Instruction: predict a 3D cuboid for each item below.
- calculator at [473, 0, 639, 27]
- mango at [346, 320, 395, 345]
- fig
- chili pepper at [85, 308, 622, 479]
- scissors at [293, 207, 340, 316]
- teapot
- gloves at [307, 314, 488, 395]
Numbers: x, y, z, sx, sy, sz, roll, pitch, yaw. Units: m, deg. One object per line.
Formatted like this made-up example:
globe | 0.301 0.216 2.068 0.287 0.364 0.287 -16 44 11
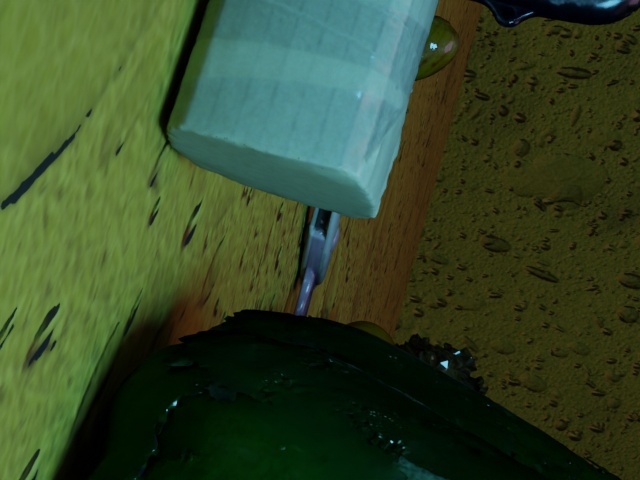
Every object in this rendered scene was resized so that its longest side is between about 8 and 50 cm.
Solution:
calculator | 0.148 -0.246 0.998 0.040 0.177 0.268 78 27 -69
mango | 0.020 0.126 1.363 0.103 0.076 0.161 -69 168 21
fig | 0.078 -0.143 1.300 0.083 0.050 0.050 -64 175 4
chili pepper | 0.022 0.161 0.578 0.233 0.256 0.249 -45 154 -54
scissors | 0.000 0.000 1.040 0.176 0.022 0.085 102 7 -58
teapot | 0.027 -0.111 0.548 0.077 0.107 0.200 56 50 -75
gloves | 0.010 0.149 1.000 0.312 0.135 0.210 49 64 -80
